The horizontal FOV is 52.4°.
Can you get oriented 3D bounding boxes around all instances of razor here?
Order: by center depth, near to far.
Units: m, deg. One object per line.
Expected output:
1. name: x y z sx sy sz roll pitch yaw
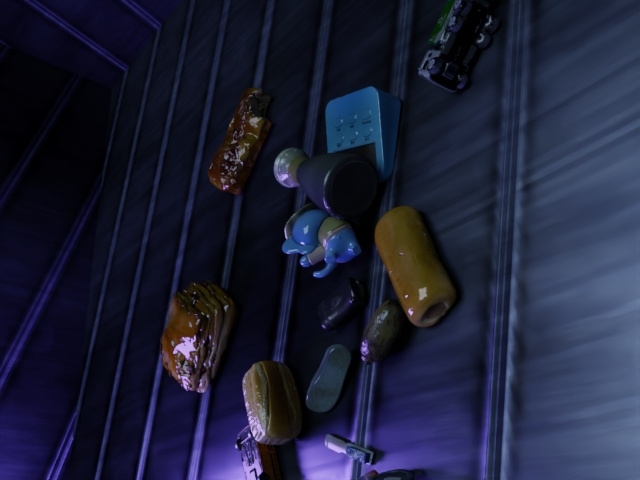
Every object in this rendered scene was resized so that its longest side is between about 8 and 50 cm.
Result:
1. razor: 0.055 0.164 1.689 0.148 0.054 0.090 -47 43 29

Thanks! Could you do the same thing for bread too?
1. bread: 0.209 0.052 1.511 0.142 0.091 0.305 -53 39 33
2. bread: -0.127 0.428 1.743 0.106 0.140 0.236 -50 41 32
3. bread: -0.428 0.305 2.162 0.277 0.167 0.324 30 98 53
4. bread: -0.275 -0.355 2.300 0.185 0.109 0.380 35 102 53

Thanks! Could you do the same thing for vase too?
1. vase: -0.002 -0.175 1.772 0.321 0.173 0.173 27 97 52

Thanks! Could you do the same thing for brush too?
1. brush: 0.060 0.502 1.561 0.179 0.030 0.033 1 86 52

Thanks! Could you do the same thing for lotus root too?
1. lotus root: 0.146 0.217 1.518 0.089 0.081 0.179 -70 4 -66

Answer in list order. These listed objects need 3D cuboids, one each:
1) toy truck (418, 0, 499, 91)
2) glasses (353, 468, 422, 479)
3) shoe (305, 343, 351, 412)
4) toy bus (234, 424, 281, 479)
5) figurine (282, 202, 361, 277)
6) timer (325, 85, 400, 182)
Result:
1. toy truck: 0.332 -0.493 1.569 0.253 0.114 0.124 -64 23 11
2. glasses: 0.144 0.630 1.392 0.234 0.118 0.268 -28 74 41
3. shoe: 0.025 0.343 1.655 0.078 0.079 0.195 -69 0 -73
4. toy bus: -0.165 0.602 1.762 0.083 0.088 0.194 -45 46 31
5. figurine: 0.000 -0.004 1.755 0.180 0.154 0.262 -52 35 8
6. timer: 0.104 -0.275 1.788 0.232 0.091 0.249 -6 76 51
